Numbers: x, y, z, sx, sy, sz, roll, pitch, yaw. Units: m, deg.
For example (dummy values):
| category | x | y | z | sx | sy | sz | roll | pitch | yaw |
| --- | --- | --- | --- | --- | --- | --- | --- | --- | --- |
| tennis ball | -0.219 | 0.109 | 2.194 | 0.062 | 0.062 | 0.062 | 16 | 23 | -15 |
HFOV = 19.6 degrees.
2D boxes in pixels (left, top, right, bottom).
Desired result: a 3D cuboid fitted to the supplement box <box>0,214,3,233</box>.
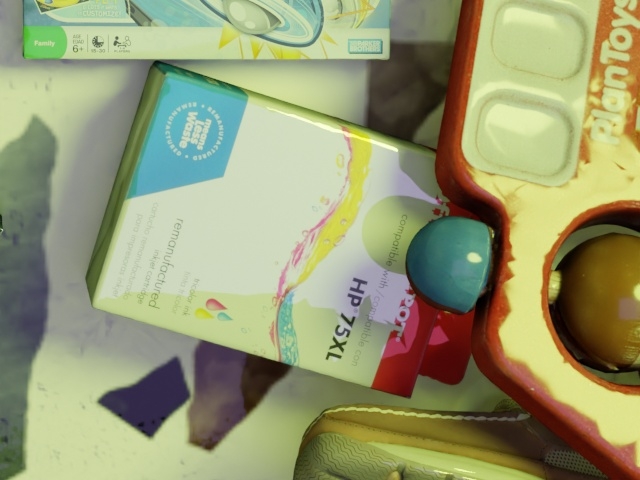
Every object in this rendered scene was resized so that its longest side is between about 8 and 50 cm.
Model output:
| category | x | y | z | sx | sy | sz | roll | pitch | yaw |
| --- | --- | --- | --- | --- | --- | --- | --- | --- | --- |
| supplement box | -0.228 | -0.006 | 0.991 | 0.083 | 0.056 | 0.083 | 42 | 90 | -13 |

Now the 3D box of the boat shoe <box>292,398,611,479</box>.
| category | x | y | z | sx | sy | sz | roll | pitch | yaw |
| --- | --- | --- | --- | --- | --- | --- | --- | --- | --- |
| boat shoe | 0.129 | 0.142 | 1.042 | 0.324 | 0.116 | 0.123 | 18 | 133 | -25 |

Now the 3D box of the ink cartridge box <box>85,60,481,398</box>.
| category | x | y | z | sx | sy | sz | roll | pitch | yaw |
| --- | --- | --- | --- | --- | --- | --- | --- | --- | --- |
| ink cartridge box | 0.000 | 0.000 | 1.021 | 0.231 | 0.078 | 0.134 | 16 | 96 | -13 |

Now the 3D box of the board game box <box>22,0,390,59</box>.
| category | x | y | z | sx | sy | sz | roll | pitch | yaw |
| --- | --- | --- | --- | --- | --- | --- | --- | --- | --- |
| board game box | -0.062 | -0.167 | 1.007 | 0.201 | 0.035 | 0.136 | -2 | 99 | -10 |

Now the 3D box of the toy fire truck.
| category | x | y | z | sx | sy | sz | roll | pitch | yaw |
| --- | --- | --- | --- | --- | --- | --- | --- | --- | --- |
| toy fire truck | 0.176 | -0.020 | 0.977 | 0.254 | 0.169 | 0.302 | 13 | 77 | -7 |
